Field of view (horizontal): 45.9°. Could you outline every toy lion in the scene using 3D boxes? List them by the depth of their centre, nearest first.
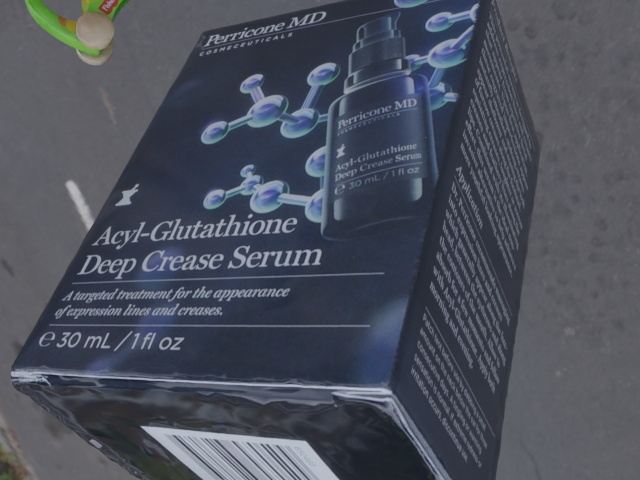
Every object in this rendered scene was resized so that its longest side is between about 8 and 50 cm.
[{"bbox_3d":[-0.155,-0.179,0.487,0.096,0.100,0.034,33,162,-9],"label":"toy lion"}]

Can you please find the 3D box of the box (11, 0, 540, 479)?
[{"bbox_3d":[0.000,0.000,0.630,0.293,0.395,0.212,-4,139,28],"label":"box"}]
